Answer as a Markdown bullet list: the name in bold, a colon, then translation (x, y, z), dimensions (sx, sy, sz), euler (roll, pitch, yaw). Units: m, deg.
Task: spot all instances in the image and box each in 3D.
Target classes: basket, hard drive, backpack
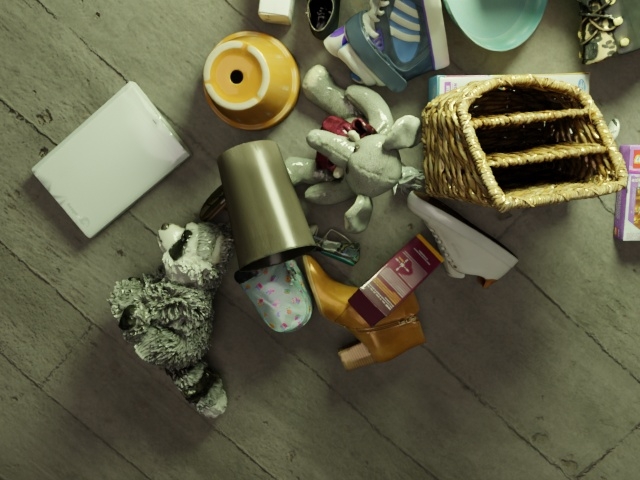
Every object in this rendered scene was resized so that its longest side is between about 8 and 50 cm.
- **basket**: translation (0.355, -0.181, 1.016), dimensions (0.299, 0.223, 0.213), euler (-8, 103, -21)
- **hard drive**: translation (-0.468, -0.176, 1.309), dimensions (0.307, 0.040, 0.203), euler (-37, 96, 9)
- **basket**: translation (-0.116, -0.069, 1.162), dimensions (0.154, 0.204, 0.227), euler (-13, 82, -22)
- **backpack**: translation (-0.095, 0.116, 1.295), dimensions (0.152, 0.115, 0.182), euler (-32, 92, 12)

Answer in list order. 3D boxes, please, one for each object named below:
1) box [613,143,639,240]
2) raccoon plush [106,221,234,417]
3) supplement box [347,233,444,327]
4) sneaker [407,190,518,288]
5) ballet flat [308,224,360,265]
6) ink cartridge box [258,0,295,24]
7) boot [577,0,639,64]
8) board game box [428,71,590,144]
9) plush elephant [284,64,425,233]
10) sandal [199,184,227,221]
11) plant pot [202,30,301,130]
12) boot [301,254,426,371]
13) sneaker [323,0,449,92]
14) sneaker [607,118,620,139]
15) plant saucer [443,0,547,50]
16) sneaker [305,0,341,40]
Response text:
- **box**: translation (0.777, -0.102, 1.218), dimensions (0.293, 0.057, 0.201), euler (0, 101, 5)
- **raccoon plush**: translation (-0.252, 0.156, 1.323), dimensions (0.299, 0.216, 0.446), euler (-32, 127, -2)
- **supplement box**: translation (0.157, 0.084, 1.230), dimensions (0.188, 0.104, 0.081), euler (-40, 82, -23)
- **sneaker**: translation (0.279, 0.011, 1.234), dimensions (0.290, 0.106, 0.123), euler (33, 107, -17)
- **ballet flat**: translation (0.000, 0.000, 1.303), dimensions (0.188, 0.070, 0.070), euler (19, 102, -1)
- **ink cartridge box**: translation (-0.081, -0.521, 1.177), dimensions (0.063, 0.109, 0.150), euler (8, 101, 0)
- **boot**: translation (0.493, -0.473, 1.087), dimensions (0.377, 0.138, 0.284), euler (-24, 104, -23)
- **board game box**: translation (0.381, -0.216, 1.194), dimensions (0.316, 0.064, 0.242), euler (-2, 101, -6)
- **plush elephant**: translation (0.067, -0.168, 1.159), dimensions (0.330, 0.255, 0.272), euler (25, 102, -1)
- **sandal**: translation (-0.176, -0.107, 1.289), dimensions (0.219, 0.090, 0.060), euler (-39, 118, 3)
- **plant pot**: translation (-0.151, -0.326, 1.180), dimensions (0.205, 0.188, 0.205), euler (1, 101, 4)
- **boot**: translation (0.100, 0.131, 1.306), dimensions (0.211, 0.104, 0.295), euler (-25, 94, -2)
- **sneaker**: translation (0.107, -0.428, 1.106), dimensions (0.236, 0.130, 0.323), euler (-10, 143, 15)
- **sneaker**: translation (0.596, -0.216, 1.223), dimensions (0.037, 0.032, 0.083), euler (16, 101, 1)
- **plant saucer**: translation (0.325, -0.521, 1.105), dimensions (0.317, 0.044, 0.317), euler (-7, 102, -34)
- **sneaker**: translation (0.008, -0.521, 1.166), dimensions (0.083, 0.118, 0.222), euler (-3, 101, 5)
